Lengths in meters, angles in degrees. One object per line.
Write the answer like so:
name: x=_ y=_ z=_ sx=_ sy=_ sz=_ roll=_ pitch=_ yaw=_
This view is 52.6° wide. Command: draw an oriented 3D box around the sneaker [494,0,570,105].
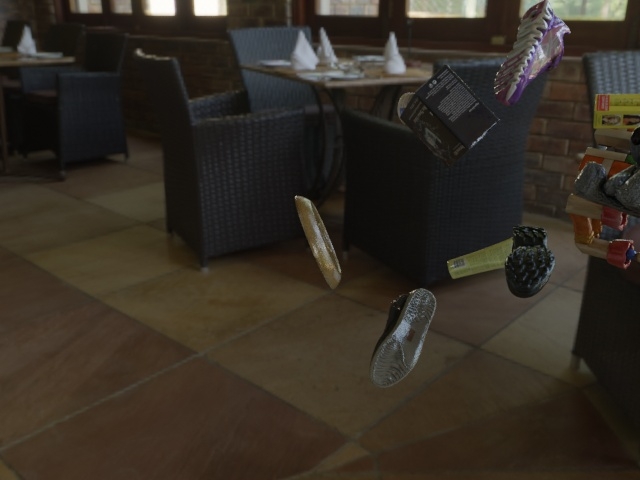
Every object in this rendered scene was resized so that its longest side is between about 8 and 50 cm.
sneaker: x=0.447 y=-0.377 z=1.343 sx=0.104 sy=0.236 sz=0.095 roll=29 pitch=-9 yaw=-16

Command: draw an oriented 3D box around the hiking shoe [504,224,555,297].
hiking shoe: x=0.512 y=0.075 z=1.576 sx=0.113 sy=0.132 sz=0.304 roll=5 pitch=26 yaw=21

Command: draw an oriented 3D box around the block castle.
block castle: x=0.896 y=-0.178 z=1.856 sx=0.212 sy=0.303 sz=0.453 roll=18 pitch=69 yaw=36

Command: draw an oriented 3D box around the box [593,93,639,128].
box: x=0.825 y=-0.331 z=1.653 sx=0.232 sy=0.058 sz=0.087 roll=5 pitch=46 yaw=23

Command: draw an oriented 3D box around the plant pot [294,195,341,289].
plant pot: x=0.000 y=0.000 z=1.514 sx=0.032 sy=0.236 sz=0.236 roll=-21 pitch=19 yaw=5

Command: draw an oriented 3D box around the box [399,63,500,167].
box: x=0.260 y=-0.250 z=1.331 sx=0.093 sy=0.158 sz=0.156 roll=-43 pitch=-3 yaw=-9

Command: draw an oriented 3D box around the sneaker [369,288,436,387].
sneaker: x=0.163 y=0.208 z=1.363 sx=0.083 sy=0.222 sz=0.118 roll=34 pitch=-14 yaw=-6

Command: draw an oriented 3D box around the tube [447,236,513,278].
tube: x=0.515 y=0.060 z=1.996 sx=0.240 sy=0.070 sz=0.062 roll=-19 pitch=38 yaw=23

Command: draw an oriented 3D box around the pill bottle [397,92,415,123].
pill bottle: x=0.261 y=-0.317 z=1.552 sx=0.137 sy=0.078 sz=0.078 roll=9 pitch=21 yaw=42

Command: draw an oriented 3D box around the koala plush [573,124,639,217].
koala plush: x=0.654 y=-0.156 z=1.263 sx=0.203 sy=0.221 sz=0.196 roll=17 pitch=5 yaw=-18
